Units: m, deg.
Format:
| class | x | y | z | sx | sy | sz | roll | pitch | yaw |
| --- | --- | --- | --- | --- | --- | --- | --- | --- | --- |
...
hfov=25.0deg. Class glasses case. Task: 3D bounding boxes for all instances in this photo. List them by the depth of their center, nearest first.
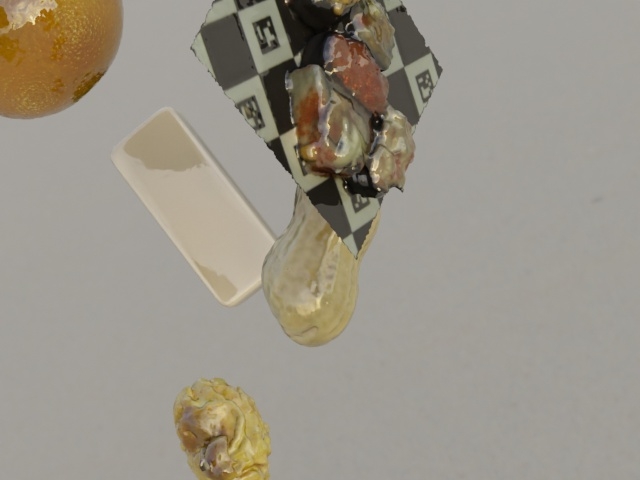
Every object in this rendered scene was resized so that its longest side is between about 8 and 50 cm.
| class | x | y | z | sx | sy | sz | roll | pitch | yaw |
| --- | --- | --- | --- | --- | --- | --- | --- | --- | --- |
| glasses case | -0.199 | -0.055 | 2.403 | 0.144 | 0.336 | 0.076 | -38 | -8 | 5 |

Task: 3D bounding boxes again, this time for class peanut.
| class | x | y | z | sx | sy | sz | roll | pitch | yaw |
| --- | --- | --- | --- | --- | --- | --- | --- | --- | --- |
| peanut | 0.000 | 0.000 | 1.697 | 0.123 | 0.123 | 0.257 | -2 | 66 | 39 |

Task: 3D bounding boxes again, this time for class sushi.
| class | x | y | z | sx | sy | sz | roll | pitch | yaw |
| --- | --- | --- | --- | --- | --- | --- | --- | --- | --- |
| sushi | 0.030 | -0.181 | 1.339 | 0.059 | 0.294 | 0.292 | -10 | 43 | 37 |

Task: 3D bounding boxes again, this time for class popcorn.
| class | x | y | z | sx | sy | sz | roll | pitch | yaw |
| --- | --- | --- | --- | --- | --- | --- | --- | --- | --- |
| popcorn | -0.139 | 0.307 | 2.170 | 0.140 | 0.163 | 0.194 | -24 | 46 | -10 |

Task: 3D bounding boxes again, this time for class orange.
| class | x | y | z | sx | sy | sz | roll | pitch | yaw |
| --- | --- | --- | --- | --- | --- | --- | --- | --- | --- |
| orange | -0.405 | -0.304 | 1.999 | 0.274 | 0.274 | 0.274 | -20 | 27 | 10 |
